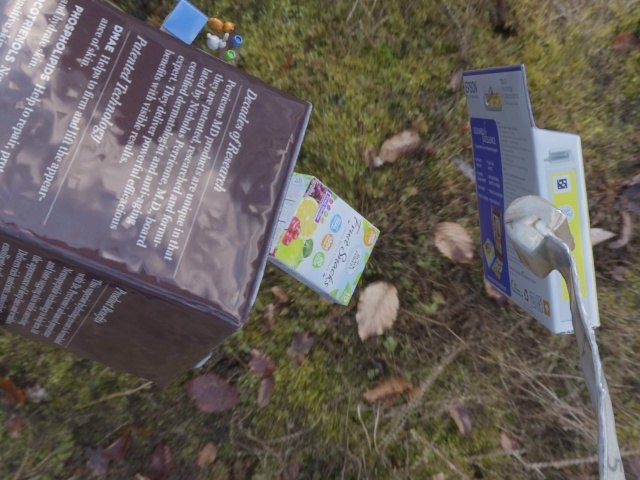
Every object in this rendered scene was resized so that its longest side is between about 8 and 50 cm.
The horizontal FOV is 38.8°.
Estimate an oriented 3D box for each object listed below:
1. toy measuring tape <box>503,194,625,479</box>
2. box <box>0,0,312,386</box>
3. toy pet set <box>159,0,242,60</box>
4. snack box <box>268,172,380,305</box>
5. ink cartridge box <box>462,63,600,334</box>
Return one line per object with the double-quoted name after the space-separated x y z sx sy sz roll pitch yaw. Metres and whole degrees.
0.062 0.145 0.307 0.121 0.121 0.330 -7 64 2 "toy measuring tape"
-0.144 -0.030 0.584 0.203 0.168 0.167 23 61 -16 "box"
-0.150 -0.274 1.204 0.114 0.065 0.122 36 52 -24 "toy pet set"
0.000 0.000 1.026 0.037 0.141 0.100 15 74 43 "snack box"
0.258 -0.068 1.151 0.072 0.303 0.307 -7 100 -3 "ink cartridge box"
